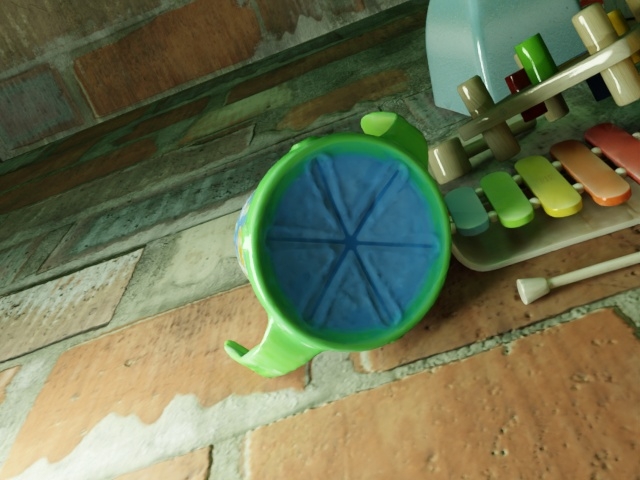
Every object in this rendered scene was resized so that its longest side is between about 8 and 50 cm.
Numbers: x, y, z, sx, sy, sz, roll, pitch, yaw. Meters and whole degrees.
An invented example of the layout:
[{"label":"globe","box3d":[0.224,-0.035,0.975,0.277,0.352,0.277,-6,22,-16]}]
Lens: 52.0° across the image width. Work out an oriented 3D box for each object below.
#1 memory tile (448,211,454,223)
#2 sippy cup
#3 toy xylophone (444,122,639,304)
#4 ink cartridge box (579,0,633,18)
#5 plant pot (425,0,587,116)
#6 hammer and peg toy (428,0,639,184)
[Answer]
[{"label":"memory tile","box3d":[0.132,-0.032,0.975,0.113,0.012,0.148,-28,26,-11]},{"label":"sippy cup","box3d":[0.000,0.000,0.787,0.305,0.240,0.224,-24,9,-19]},{"label":"toy xylophone","box3d":[0.290,-0.042,0.780,0.322,0.081,0.236,-22,25,1]},{"label":"ink cartridge box","box3d":[0.708,-0.586,1.541,0.261,0.066,0.296,0,33,39]},{"label":"plant pot","box3d":[0.345,-0.409,1.269,0.247,0.252,0.247,-26,24,-8]},{"label":"hammer and peg toy","box3d":[0.314,-0.222,0.944,0.266,0.127,0.361,-34,6,-40]}]
